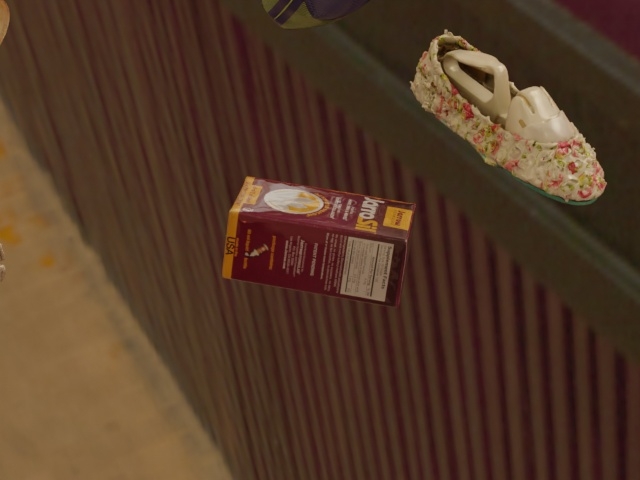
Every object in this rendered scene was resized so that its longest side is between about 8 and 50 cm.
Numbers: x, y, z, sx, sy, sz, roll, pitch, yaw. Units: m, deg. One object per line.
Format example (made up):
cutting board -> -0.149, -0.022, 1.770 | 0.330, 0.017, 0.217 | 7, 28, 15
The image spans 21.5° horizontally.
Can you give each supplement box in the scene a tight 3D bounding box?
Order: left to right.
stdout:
supplement box -> 0.000, 0.000, 1.768 | 0.188, 0.081, 0.104 | 9, 25, 4

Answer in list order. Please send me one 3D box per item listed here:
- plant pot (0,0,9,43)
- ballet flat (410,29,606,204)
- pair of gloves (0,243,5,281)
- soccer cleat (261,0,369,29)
plant pot -> -0.395, -0.163, 1.550 | 0.236, 0.032, 0.236 | -22, 35, 17
ballet flat -> 0.167, -0.117, 1.533 | 0.091, 0.077, 0.241 | -21, 43, -34
pair of gloves -> -0.478, -0.028, 2.007 | 0.204, 0.240, 0.042 | -20, 30, -33
soccer cleat -> 0.048, -0.250, 1.197 | 0.093, 0.121, 0.289 | 44, 51, -5
